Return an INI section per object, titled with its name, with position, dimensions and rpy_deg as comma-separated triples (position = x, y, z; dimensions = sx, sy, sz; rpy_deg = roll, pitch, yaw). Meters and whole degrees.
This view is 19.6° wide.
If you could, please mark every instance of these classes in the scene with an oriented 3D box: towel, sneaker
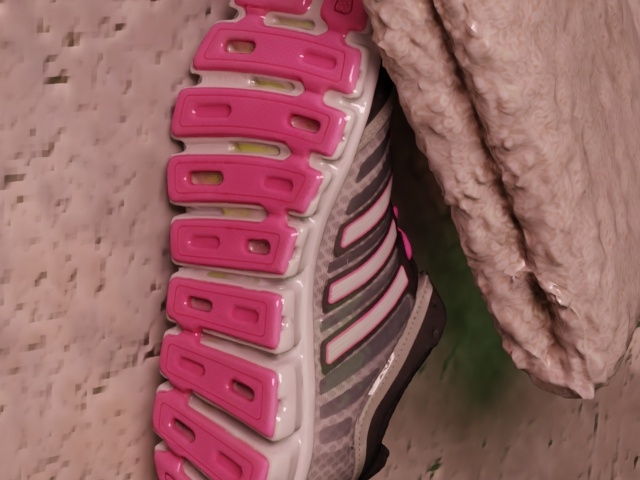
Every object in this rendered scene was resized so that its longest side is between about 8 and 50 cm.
[towel]
position = 0.052, -0.114, 0.515
dimensions = 0.187, 0.049, 0.282
rpy_deg = -60, 137, -45
[sneaker]
position = 0.000, 0.000, 0.528
dimensions = 0.075, 0.063, 0.170
rpy_deg = 4, 95, -51
